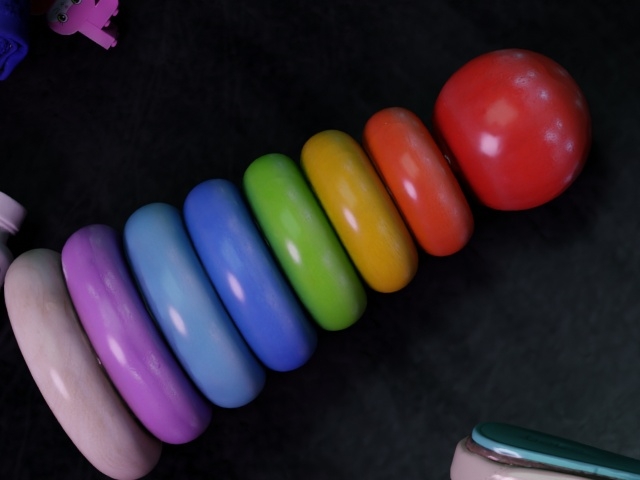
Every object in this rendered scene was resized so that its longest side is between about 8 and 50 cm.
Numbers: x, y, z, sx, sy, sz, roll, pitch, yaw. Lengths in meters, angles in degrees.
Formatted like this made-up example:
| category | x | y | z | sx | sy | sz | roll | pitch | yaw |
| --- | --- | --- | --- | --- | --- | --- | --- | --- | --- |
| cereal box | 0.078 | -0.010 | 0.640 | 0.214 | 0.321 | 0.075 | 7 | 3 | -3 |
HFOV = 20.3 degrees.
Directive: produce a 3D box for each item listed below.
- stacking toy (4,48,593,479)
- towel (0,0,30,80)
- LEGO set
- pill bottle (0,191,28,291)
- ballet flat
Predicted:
| category | x | y | z | sx | sy | sz | roll | pitch | yaw |
| --- | --- | --- | --- | --- | --- | --- | --- | --- | --- |
| stacking toy | 0.000 | 0.000 | 0.983 | 0.330 | 0.141 | 0.141 | -28 | 62 | 2 |
| towel | -0.254 | -0.225 | 1.161 | 0.228 | 0.076 | 0.308 | -17 | 64 | 38 |
| LEGO set | -0.095 | -0.218 | 1.123 | 0.227 | 0.093 | 0.087 | -48 | 21 | 26 |
| pill bottle | -0.228 | 0.023 | 1.084 | 0.067 | 0.067 | 0.120 | 22 | 78 | 26 |
| ballet flat | 0.183 | 0.149 | 0.888 | 0.248 | 0.086 | 0.086 | 8 | 72 | 24 |
